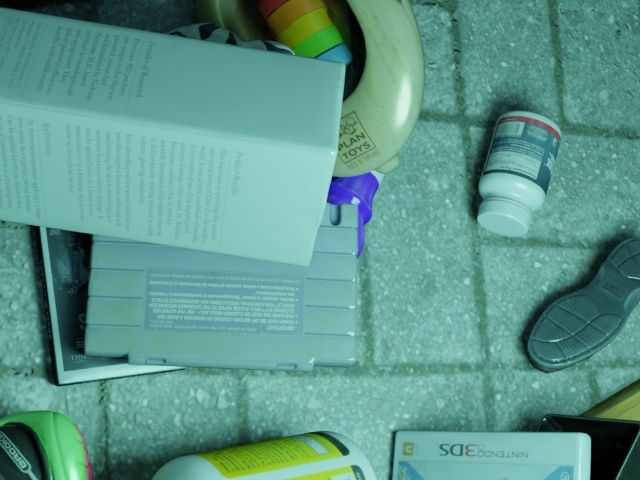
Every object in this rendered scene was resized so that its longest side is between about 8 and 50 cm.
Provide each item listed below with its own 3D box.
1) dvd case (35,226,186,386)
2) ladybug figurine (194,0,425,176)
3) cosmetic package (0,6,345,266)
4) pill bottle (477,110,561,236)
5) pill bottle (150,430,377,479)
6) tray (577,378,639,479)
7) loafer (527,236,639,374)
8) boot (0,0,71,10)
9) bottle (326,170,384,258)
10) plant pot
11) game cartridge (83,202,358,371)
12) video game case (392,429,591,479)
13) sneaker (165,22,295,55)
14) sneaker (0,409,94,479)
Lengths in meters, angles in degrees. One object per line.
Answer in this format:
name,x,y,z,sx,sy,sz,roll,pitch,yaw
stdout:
dvd case,-0.281,0.066,1.540,0.179,0.029,0.238,-5,79,-25
ladybug figurine,-0.002,-0.297,1.633,0.449,0.305,0.162,64,28,0
cosmetic package,-0.212,-0.125,1.415,0.454,0.230,0.161,9,52,-3
pill bottle,0.308,-0.103,1.804,0.108,0.108,0.180,25,70,-17
pill bottle,-0.100,0.350,1.426,0.334,0.188,0.187,-2,78,-41
tray,0.455,0.367,1.781,0.411,0.076,0.202,-24,88,-26
loafer,0.440,0.118,1.823,0.109,0.095,0.302,37,64,26
boot,-0.493,-0.524,1.514,0.367,0.146,0.445,-16,88,-35
bottle,0.000,0.000,1.647,0.118,0.092,0.282,35,66,-11
plant pot,0.391,0.374,1.617,0.167,0.187,0.188,46,63,-22
game cartridge,-0.128,0.056,1.520,0.355,0.068,0.230,3,79,-7
video game case,0.216,0.422,1.543,0.036,0.300,0.328,23,67,-47
sneaker,-0.165,-0.224,1.547,0.153,0.235,0.094,-38,140,-50
sneaker,-0.368,0.448,1.355,0.202,0.185,0.482,-2,75,-7
